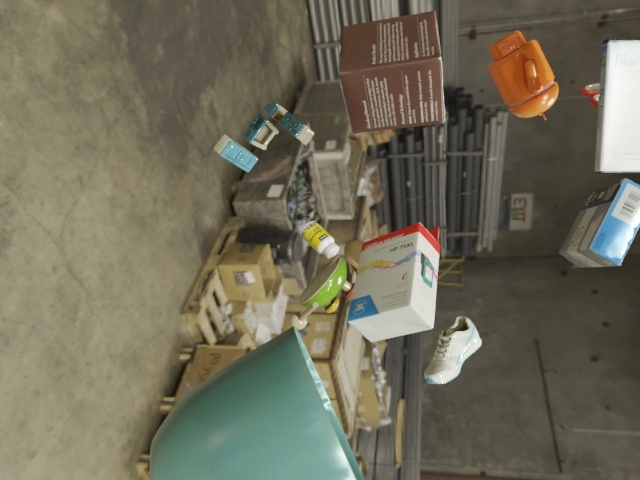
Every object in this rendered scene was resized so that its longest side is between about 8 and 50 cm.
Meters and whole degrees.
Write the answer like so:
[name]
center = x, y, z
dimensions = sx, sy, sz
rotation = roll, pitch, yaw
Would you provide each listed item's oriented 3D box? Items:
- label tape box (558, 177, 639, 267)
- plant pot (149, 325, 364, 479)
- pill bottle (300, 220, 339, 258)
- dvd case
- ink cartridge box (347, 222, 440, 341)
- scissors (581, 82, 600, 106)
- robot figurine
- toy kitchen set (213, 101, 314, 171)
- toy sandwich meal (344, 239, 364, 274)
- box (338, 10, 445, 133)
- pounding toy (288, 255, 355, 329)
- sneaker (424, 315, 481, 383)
[label tape box]
center = 0.873, -0.041, 1.702
dimensions = 0.241, 0.106, 0.334
rotation = -62, 176, -3
[plant pot]
center = -0.082, 0.300, 0.727
dimensions = 0.293, 0.235, 0.293
rotation = 155, -90, -86
[pill bottle]
center = 0.000, 0.000, 1.598
dimensions = 0.065, 0.116, 0.065
rotation = -37, 154, -21
[dvd case]
center = 0.627, -0.257, 1.036
dimensions = 0.022, 0.180, 0.253
rotation = -122, -149, -82
[ink cartridge box]
center = 0.139, 0.058, 0.981
dimensions = 0.078, 0.134, 0.231
rotation = 43, 43, -31
[scissors]
center = 0.788, -0.356, 1.276
dimensions = 0.109, 0.297, 0.021
rotation = -71, 154, -49
[robot figurine]
center = 0.493, -0.394, 1.304
dimensions = 0.219, 0.128, 0.158
rotation = 58, -22, -11
[toy kitchen set]
center = -0.151, -0.266, 1.446
dimensions = 0.207, 0.166, 0.122
rotation = -52, 144, 8
[toy sandwich meal]
center = 0.084, 0.038, 1.158
dimensions = 0.029, 0.085, 0.085
rotation = 126, -19, -45
[box]
center = 0.153, -0.351, 1.132
dimensions = 0.167, 0.203, 0.168
rotation = 69, 21, -52
[pounding toy]
center = 0.026, 0.164, 1.545
dimensions = 0.183, 0.110, 0.237
rotation = -39, -167, 49
[sneaker]
center = 0.344, 0.296, 1.443
dimensions = 0.228, 0.087, 0.092
rotation = -38, 109, -37
